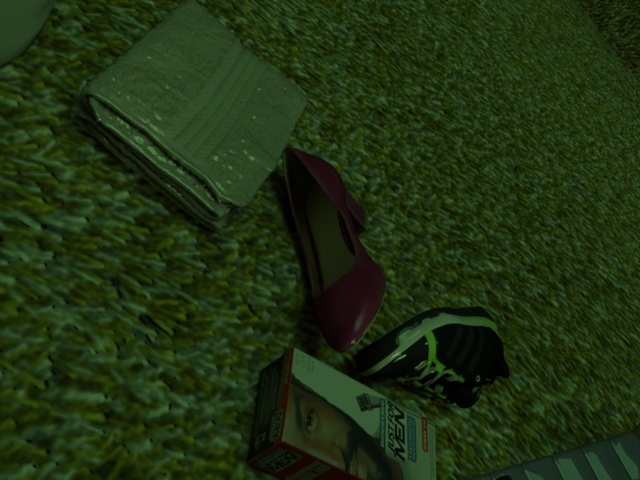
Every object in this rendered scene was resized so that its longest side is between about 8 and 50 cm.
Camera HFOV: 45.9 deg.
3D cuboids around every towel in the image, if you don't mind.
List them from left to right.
[{"bbox_3d":[-0.119,-0.144,0.786,0.187,0.049,0.282,40,36,-15],"label":"towel"}]

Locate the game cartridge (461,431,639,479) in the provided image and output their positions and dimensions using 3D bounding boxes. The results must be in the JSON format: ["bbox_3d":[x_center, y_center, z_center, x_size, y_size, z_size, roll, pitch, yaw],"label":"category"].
[{"bbox_3d":[0.280,0.358,0.663,0.230,0.068,0.355,-10,58,-20],"label":"game cartridge"}]

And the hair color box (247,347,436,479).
[{"bbox_3d":[0.024,0.173,0.648,0.167,0.053,0.093,31,40,-23],"label":"hair color box"}]

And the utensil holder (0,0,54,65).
[{"bbox_3d":[-0.274,-0.366,0.531,0.328,0.385,0.327,29,40,-27],"label":"utensil holder"}]

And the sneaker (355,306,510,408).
[{"bbox_3d":[0.135,0.126,0.783,0.235,0.084,0.097,-3,62,-48],"label":"sneaker"}]

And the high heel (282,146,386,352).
[{"bbox_3d":[0.000,0.000,0.746,0.117,0.082,0.244,41,32,-24],"label":"high heel"}]

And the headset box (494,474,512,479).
[{"bbox_3d":[0.088,0.293,0.362,0.246,0.131,0.283,54,27,7],"label":"headset box"}]

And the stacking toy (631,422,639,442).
[{"bbox_3d":[0.563,0.360,0.900,0.480,0.351,0.350,27,39,-52],"label":"stacking toy"}]
